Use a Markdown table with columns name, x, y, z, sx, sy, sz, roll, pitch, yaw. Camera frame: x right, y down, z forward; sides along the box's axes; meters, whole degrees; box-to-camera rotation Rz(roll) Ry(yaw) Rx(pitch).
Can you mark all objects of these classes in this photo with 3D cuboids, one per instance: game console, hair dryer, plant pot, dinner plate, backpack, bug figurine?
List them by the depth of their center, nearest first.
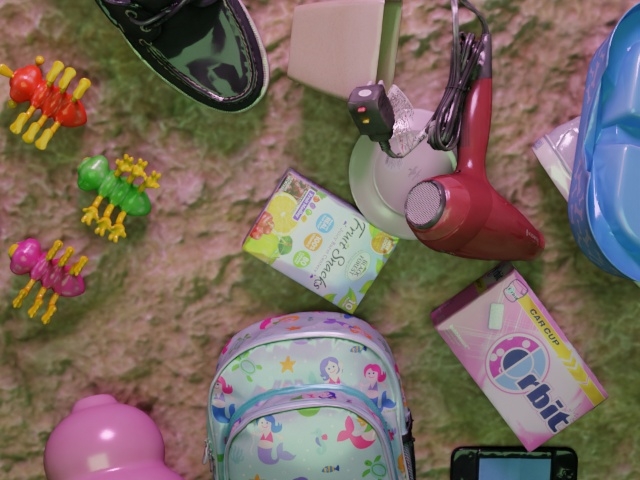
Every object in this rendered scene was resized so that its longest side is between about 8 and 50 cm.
| name | x | y | z | sx | sy | sz | roll | pitch | yaw |
| --- | --- | --- | --- | --- | --- | --- | --- | --- | --- |
| hair dryer | 0.161 | -0.087 | 1.293 | 0.223 | 0.080 | 0.293 | -44 | 122 | -29 |
| plant pot | 0.023 | -0.198 | 1.295 | 0.096 | 0.109 | 0.109 | 9 | 102 | 11 |
| backpack | -0.012 | 0.208 | 1.340 | 0.225 | 0.191 | 0.253 | -5 | 97 | 3 |
| bug figurine | -0.305 | -0.046 | 1.340 | 0.216 | 0.072 | 0.279 | 37 | 95 | -12 |
| dinner plate | 0.101 | -0.071 | 1.344 | 0.141 | 0.017 | 0.141 | 0 | 87 | -6 |
| game console | 0.217 | 0.299 | 1.401 | 0.144 | 0.085 | 0.124 | 1 | 102 | 0 |

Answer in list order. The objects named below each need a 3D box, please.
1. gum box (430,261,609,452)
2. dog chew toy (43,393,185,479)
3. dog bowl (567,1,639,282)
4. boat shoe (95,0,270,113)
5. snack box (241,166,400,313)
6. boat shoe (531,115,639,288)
| name | x | y | z | sx | sy | sz | roll | pitch | yaw |
| --- | --- | --- | --- | --- | --- | --- | --- | --- | --- |
| gum box | 0.218 | 0.128 | 1.377 | 0.107 | 0.062 | 0.188 | -36 | 99 | 7 |
| dog chew toy | -0.209 | 0.327 | 1.340 | 0.207 | 0.206 | 0.331 | -16 | 75 | 4 |
| dog bowl | 0.337 | -0.096 | 1.279 | 0.166 | 0.074 | 0.297 | 13 | 80 | -14 |
| boat shoe | -0.172 | -0.267 | 1.273 | 0.127 | 0.113 | 0.340 | -31 | 100 | 6 |
| snack box | 0.000 | 0.000 | 1.365 | 0.141 | 0.037 | 0.100 | 31 | 100 | -6 |
| boat shoe | 0.319 | -0.032 | 1.336 | 0.081 | 0.079 | 0.227 | -38 | 96 | 12 |
